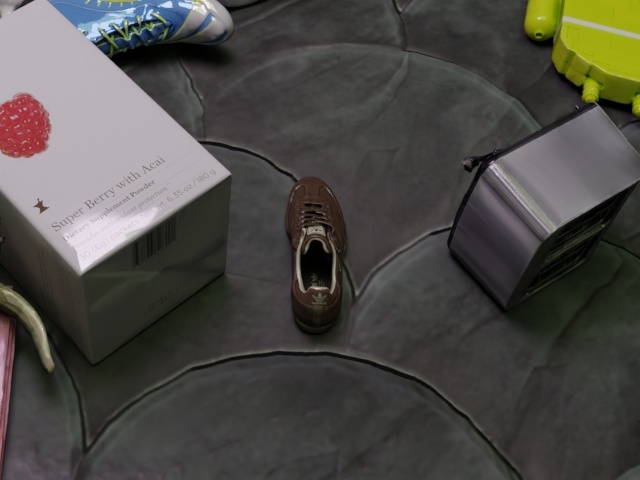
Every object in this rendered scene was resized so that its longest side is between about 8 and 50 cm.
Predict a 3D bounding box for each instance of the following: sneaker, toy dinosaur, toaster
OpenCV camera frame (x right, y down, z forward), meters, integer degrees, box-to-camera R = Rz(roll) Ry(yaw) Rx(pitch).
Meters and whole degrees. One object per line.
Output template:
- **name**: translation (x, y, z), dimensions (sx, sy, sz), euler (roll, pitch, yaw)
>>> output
- **sneaker**: translation (-0.226, -0.242, 1.246), dimensions (0.240, 0.091, 0.126), euler (16, 67, 12)
- **toy dinosaur**: translation (-0.340, 0.011, 0.994), dimensions (0.268, 0.118, 0.064), euler (28, 27, 9)
- **toaster**: translation (0.225, -0.033, 1.107), dimensions (0.185, 0.168, 0.110), euler (-28, 65, -24)
- **sneaker**: translation (0.000, 0.000, 1.112), dimensions (0.066, 0.071, 0.188), euler (0, 57, -8)

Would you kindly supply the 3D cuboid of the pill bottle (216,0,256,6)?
- **pill bottle**: translation (-0.137, -0.407, 1.336), dimensions (0.124, 0.124, 0.222), euler (-21, 62, -21)

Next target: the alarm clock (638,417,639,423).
- **alarm clock**: translation (0.412, 0.217, 1.033), dimensions (0.192, 0.064, 0.129), euler (2, 56, -10)

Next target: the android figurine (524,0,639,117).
- **android figurine**: translation (0.382, -0.266, 1.354), dimensions (0.248, 0.056, 0.273), euler (13, 55, 1)

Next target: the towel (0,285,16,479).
- **towel**: translation (-0.450, 0.149, 0.972), dimensions (0.328, 0.037, 0.237), euler (0, 57, -7)

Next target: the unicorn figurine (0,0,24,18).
- **unicorn figurine**: translation (-0.374, -0.303, 1.262), dimensions (0.060, 0.111, 0.162), euler (13, 27, -33)

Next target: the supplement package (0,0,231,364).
- **supplement package**: translation (-0.249, -0.062, 1.056), dimensions (0.177, 0.175, 0.293), euler (-37, 68, -26)
